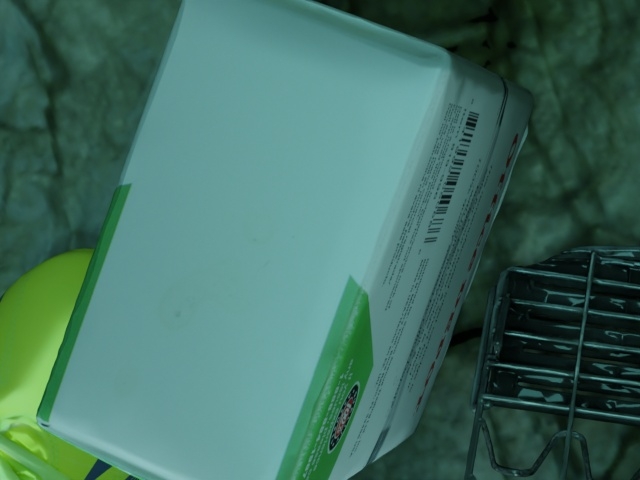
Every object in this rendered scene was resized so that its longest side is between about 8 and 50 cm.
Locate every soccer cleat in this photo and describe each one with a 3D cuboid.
[{"bbox_3d":[-0.151,0.134,0.687,0.093,0.121,0.289,34,98,9],"label":"soccer cleat"}]

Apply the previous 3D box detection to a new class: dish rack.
[{"bbox_3d":[0.136,0.134,0.630,0.208,0.074,0.271,9,64,7],"label":"dish rack"}]

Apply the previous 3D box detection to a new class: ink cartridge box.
[{"bbox_3d":[0.000,0.000,0.609,0.087,0.208,0.153,21,95,13],"label":"ink cartridge box"}]
